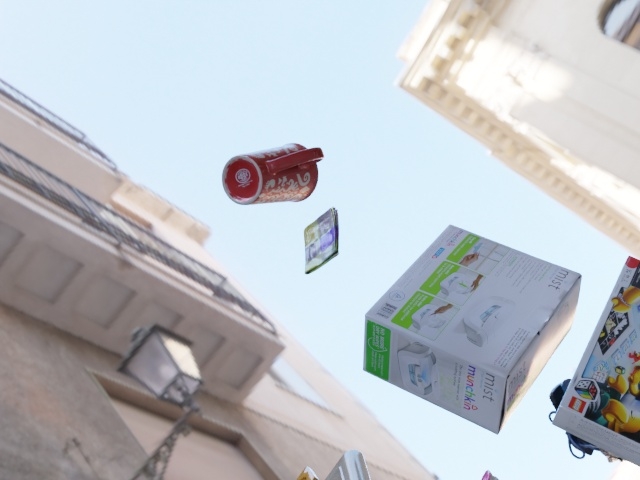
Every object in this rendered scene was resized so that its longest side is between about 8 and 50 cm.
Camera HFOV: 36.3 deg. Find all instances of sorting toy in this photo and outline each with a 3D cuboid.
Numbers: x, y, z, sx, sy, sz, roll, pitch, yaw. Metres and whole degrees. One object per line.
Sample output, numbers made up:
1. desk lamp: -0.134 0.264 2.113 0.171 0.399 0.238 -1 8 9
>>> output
1. sorting toy: 0.009 0.400 1.344 0.047 0.347 0.196 38 -83 -12

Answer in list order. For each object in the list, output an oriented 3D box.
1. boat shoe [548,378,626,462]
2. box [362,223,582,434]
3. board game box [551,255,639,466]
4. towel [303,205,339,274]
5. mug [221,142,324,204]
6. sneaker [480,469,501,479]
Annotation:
1. boat shoe: 0.420 0.297 1.499 0.089 0.109 0.258 -37 -53 23
2. box: 0.228 0.120 1.458 0.262 0.231 0.126 -43 -34 -41
3. board game box: 0.466 0.173 1.355 0.305 0.193 0.053 -54 -19 -36
4. towel: 0.000 0.000 1.232 0.060 0.083 0.009 -35 -54 30
5. mug: -0.087 -0.132 1.792 0.169 0.113 0.150 -14 -38 -56
6. sneaker: 0.385 0.617 2.204 0.103 0.111 0.252 -57 -13 -31
